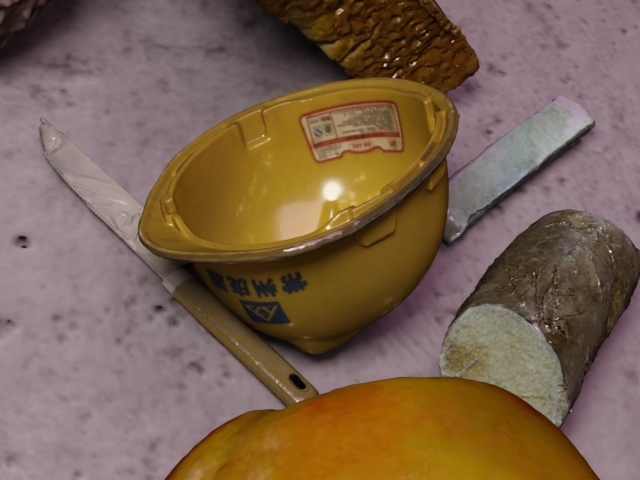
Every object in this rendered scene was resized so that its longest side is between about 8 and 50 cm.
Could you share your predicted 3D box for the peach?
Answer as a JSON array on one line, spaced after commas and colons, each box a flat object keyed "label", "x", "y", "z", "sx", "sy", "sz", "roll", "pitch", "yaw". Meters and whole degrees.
[{"label": "peach", "x": 0.039, "y": 0.235, "z": 0.916, "sx": 0.308, "sy": 0.308, "sz": 0.332, "roll": -1, "pitch": 67, "yaw": -24}]

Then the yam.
[{"label": "yam", "x": 0.160, "y": 0.049, "z": 1.251, "sx": 0.107, "sy": 0.107, "sz": 0.183, "roll": 34, "pitch": 44, "yaw": 8}]

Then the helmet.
[{"label": "helmet", "x": 0.000, "y": 0.000, "z": 1.194, "sx": 0.205, "sy": 0.140, "sz": 0.257, "roll": -1, "pitch": 32, "yaw": 26}]

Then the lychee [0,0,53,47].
[{"label": "lychee", "x": -0.289, "y": -0.271, "z": 1.229, "sx": 0.300, "sy": 0.300, "sz": 0.300, "roll": 12, "pitch": 47, "yaw": -13}]

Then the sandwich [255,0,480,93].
[{"label": "sandwich", "x": -0.031, "y": -0.244, "z": 1.328, "sx": 0.271, "sy": 0.099, "sz": 0.301, "roll": 51, "pitch": 11, "yaw": 29}]

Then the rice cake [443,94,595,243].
[{"label": "rice cake", "x": 0.144, "y": -0.058, "z": 1.382, "sx": 0.043, "sy": 0.034, "sz": 0.211, "roll": 47, "pitch": 48, "yaw": 8}]

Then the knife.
[{"label": "knife", "x": -0.104, "y": 0.014, "z": 1.228, "sx": 0.298, "sy": 0.017, "sz": 0.047, "roll": 42, "pitch": 42, "yaw": 17}]
